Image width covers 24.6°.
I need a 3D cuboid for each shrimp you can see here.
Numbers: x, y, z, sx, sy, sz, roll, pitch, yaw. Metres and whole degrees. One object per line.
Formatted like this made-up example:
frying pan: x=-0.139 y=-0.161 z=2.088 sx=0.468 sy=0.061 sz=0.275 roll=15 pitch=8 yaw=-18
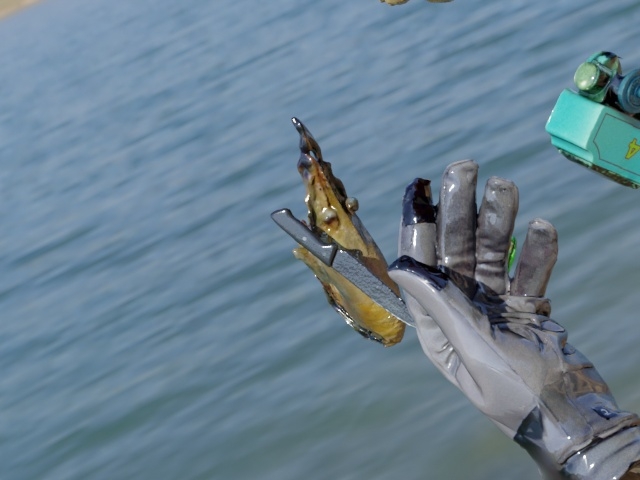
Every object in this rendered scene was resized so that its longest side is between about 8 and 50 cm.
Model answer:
shrimp: x=0.000 y=0.002 z=1.372 sx=0.117 sy=0.262 sz=0.066 roll=5 pitch=41 yaw=47

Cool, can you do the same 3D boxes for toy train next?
toy train: x=0.395 y=-0.155 z=1.920 sx=0.107 sy=0.198 sz=0.154 roll=35 pitch=102 yaw=52

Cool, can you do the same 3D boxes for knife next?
knife: x=0.025 y=0.025 z=1.300 sx=0.023 sy=0.170 sz=0.010 roll=-53 pitch=-6 yaw=17

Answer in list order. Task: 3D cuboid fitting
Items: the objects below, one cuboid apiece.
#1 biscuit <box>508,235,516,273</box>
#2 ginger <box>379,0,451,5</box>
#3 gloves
biscuit: x=0.163 y=0.008 z=1.502 sx=0.089 sy=0.046 sz=0.016 roll=15 pitch=7 yaw=-27
ginger: x=0.018 y=-0.299 z=1.141 sx=0.236 sy=0.166 sz=0.375 roll=-39 pitch=43 yaw=47
gloves: x=0.140 y=0.074 z=1.074 sx=0.142 sy=0.285 sz=0.119 roll=-12 pitch=-18 yaw=-48
